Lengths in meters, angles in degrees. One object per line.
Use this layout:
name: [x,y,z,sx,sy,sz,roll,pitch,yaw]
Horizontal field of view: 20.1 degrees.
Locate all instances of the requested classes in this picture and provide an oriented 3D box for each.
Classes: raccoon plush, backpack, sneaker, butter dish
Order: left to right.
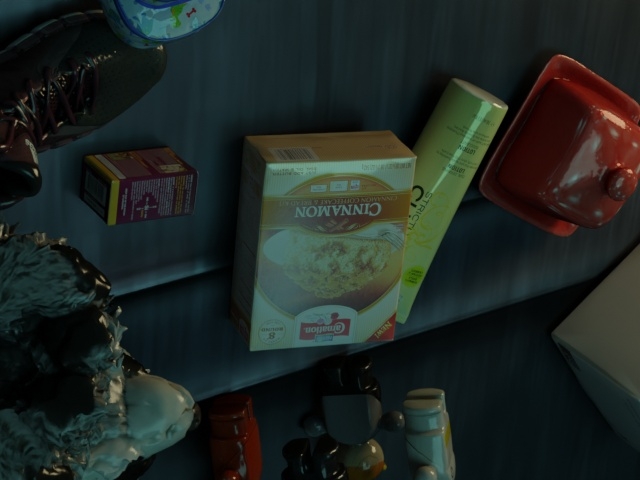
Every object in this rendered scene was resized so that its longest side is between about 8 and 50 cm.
raccoon plush: [-0.318,0.096,1.442,0.299,0.446,0.216,105,5,-74]
sneaker: [-0.218,-0.084,1.382,0.281,0.162,0.106,-23,125,-24]
backpack: [-0.128,-0.211,1.406,0.105,0.084,0.114,-23,98,-23]
butter dish: [0.261,-0.074,1.759,0.160,0.118,0.160,25,98,-40]

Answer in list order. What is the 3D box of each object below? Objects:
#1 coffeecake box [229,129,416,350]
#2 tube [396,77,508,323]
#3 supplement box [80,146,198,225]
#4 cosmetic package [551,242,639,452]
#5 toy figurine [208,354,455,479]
coffeecake box: [0.000,0.000,1.628,0.142,0.068,0.185,-4,116,-20]
tube: [0.097,-0.035,1.705,0.240,0.070,0.062,-62,166,14]
supplement box: [-0.153,-0.046,1.522,0.083,0.055,0.043,-8,119,-32]
cosmetic package: [0.456,0.059,1.944,0.385,0.156,0.217,-47,133,-7]
toy figurine: [0.015,0.216,1.678,0.209,0.213,0.148,-19,112,-32]
